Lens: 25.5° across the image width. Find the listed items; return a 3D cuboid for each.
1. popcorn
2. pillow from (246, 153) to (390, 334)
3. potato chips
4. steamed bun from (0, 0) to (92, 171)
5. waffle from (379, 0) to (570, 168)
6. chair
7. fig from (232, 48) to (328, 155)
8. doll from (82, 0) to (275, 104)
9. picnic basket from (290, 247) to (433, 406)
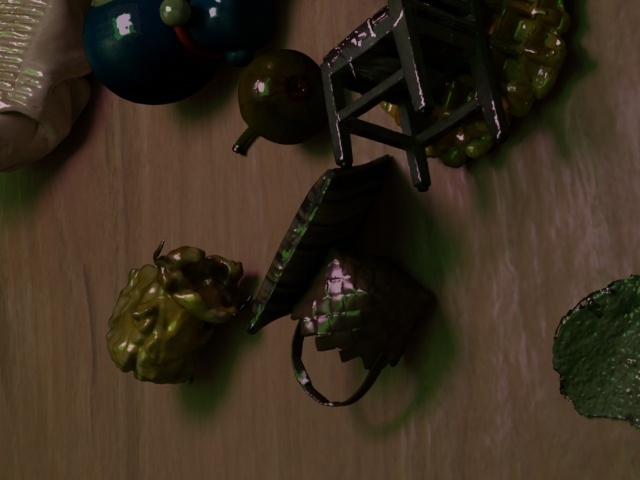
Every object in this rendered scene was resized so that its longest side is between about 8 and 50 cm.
[{"bbox_3d":[-0.196,0.098,1.861,0.195,0.173,0.168,-32,14,47],"label":"popcorn"},{"bbox_3d":[0.000,0.000,1.643,0.052,0.208,0.212,31,107,13],"label":"pillow"},{"bbox_3d":[0.320,0.113,1.325,0.228,0.059,0.167,15,97,46],"label":"potato chips"},{"bbox_3d":[-0.530,-0.260,2.307,0.346,0.237,0.394,39,80,25],"label":"steamed bun"},{"bbox_3d":[0.166,-0.235,1.605,0.281,0.058,0.301,-56,43,22],"label":"waffle"},{"bbox_3d":[0.090,-0.209,1.535,0.147,0.136,0.270,-32,57,41],"label":"chair"},{"bbox_3d":[-0.062,-0.164,1.844,0.236,0.124,0.124,137,135,-66],"label":"fig"},{"bbox_3d":[-0.200,-0.291,1.954,0.322,0.198,0.186,-12,83,38],"label":"doll"},{"bbox_3d":[0.028,0.105,1.608,0.128,0.138,0.178,50,117,35],"label":"picnic basket"}]
